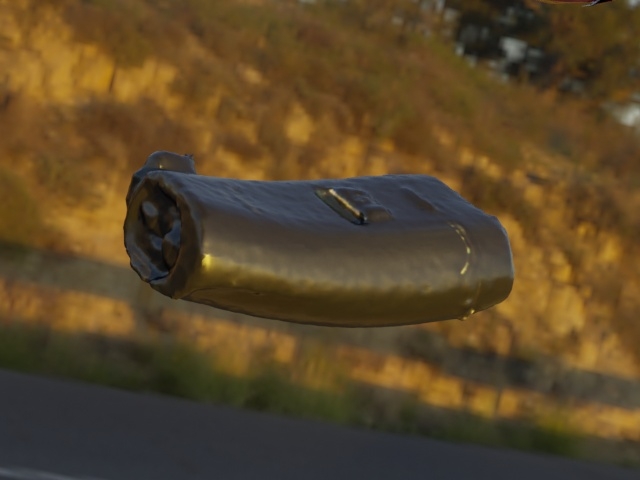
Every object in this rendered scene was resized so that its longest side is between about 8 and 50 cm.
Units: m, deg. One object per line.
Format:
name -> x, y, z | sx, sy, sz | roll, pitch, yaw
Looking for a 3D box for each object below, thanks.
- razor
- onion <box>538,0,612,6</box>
razor -> -0.002, 0.004, 1.386 | 0.327, 0.107, 0.189 | 3, 22, -33
onion -> 0.103, -0.188, 0.635 | 0.184, 0.184, 0.147 | 13, -5, -6
